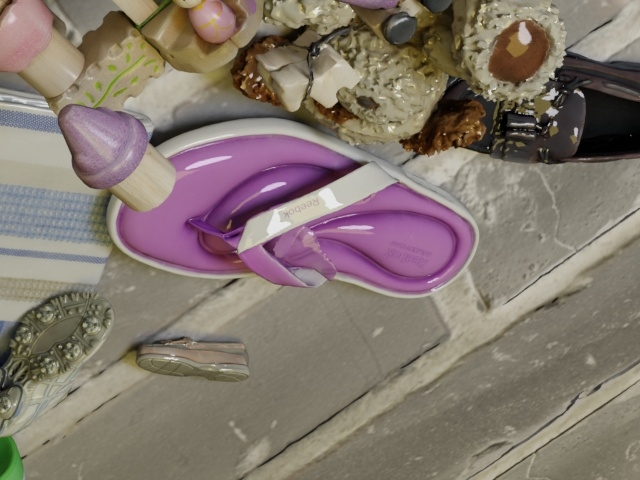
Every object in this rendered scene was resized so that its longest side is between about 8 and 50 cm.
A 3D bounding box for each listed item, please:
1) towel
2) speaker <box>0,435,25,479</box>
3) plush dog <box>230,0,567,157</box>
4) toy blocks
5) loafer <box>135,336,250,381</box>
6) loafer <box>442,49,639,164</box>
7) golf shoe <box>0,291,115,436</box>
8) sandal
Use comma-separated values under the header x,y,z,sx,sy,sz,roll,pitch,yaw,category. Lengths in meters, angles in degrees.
x,y,z,sx,sy,sz,roll,pitch,yaw,category
-0.279,-0.004,1.008,0.209,0.034,0.285,6,122,-33,towel
-0.358,0.318,1.141,0.131,0.131,0.296,-4,125,-25,speaker
0.052,-0.179,0.984,0.262,0.210,0.225,18,132,-8,plush dog
-0.140,-0.218,0.735,0.288,0.309,0.260,-41,138,4,toy blocks
-0.129,0.116,1.176,0.125,0.039,0.045,13,149,-31,loafer
0.258,-0.125,1.154,0.302,0.095,0.109,-4,125,-25,loafer
-0.251,0.115,1.070,0.176,0.069,0.086,-40,159,6,golf shoe
0.005,-0.013,1.092,0.416,0.102,0.169,6,118,-36,sandal
